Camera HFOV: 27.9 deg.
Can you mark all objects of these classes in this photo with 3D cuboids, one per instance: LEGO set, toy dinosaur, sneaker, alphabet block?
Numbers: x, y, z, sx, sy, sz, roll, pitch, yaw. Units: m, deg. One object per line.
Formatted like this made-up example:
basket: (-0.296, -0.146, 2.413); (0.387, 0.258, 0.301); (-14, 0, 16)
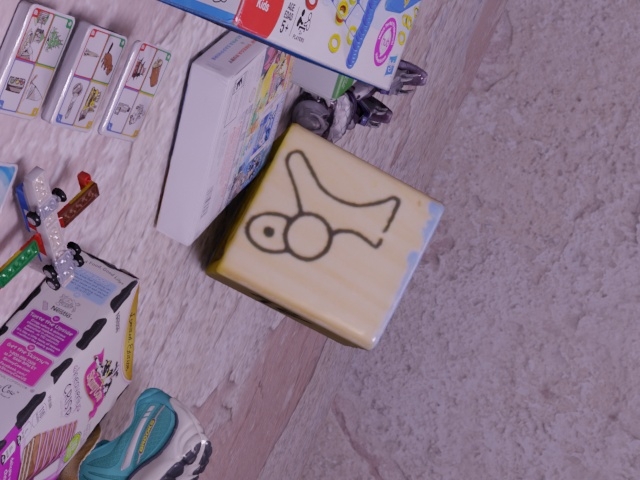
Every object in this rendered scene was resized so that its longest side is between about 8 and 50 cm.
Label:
LEGO set: (-0.214, -0.047, 0.933); (0.182, 0.060, 0.244); (5, 109, -66)
toy dinosaur: (-0.238, 0.200, 1.174); (0.053, 0.092, 0.183); (57, 13, -36)
sneaker: (-0.227, 0.278, 1.414); (0.275, 0.110, 0.107); (-49, 156, 16)
alphabet block: (0.000, 0.000, 1.483); (0.192, 0.197, 0.193); (-62, -173, -8)

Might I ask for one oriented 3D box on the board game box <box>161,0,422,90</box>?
board game box: (0.018, -0.276, 0.886); (0.308, 0.086, 0.302); (2, 110, -69)

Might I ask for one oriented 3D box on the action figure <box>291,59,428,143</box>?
action figure: (0.038, -0.174, 1.661); (0.185, 0.099, 0.285); (-63, 168, 26)

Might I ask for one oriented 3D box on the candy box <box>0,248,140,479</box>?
candy box: (-0.244, 0.141, 1.089); (0.233, 0.071, 0.159); (-56, 166, -40)

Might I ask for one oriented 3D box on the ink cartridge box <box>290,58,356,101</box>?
ink cartridge box: (0.040, -0.271, 1.454); (0.208, 0.087, 0.153); (-48, 160, -54)

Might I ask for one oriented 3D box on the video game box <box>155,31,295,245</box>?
video game box: (-0.088, -0.124, 1.295); (0.187, 0.048, 0.205); (-48, 161, -50)
